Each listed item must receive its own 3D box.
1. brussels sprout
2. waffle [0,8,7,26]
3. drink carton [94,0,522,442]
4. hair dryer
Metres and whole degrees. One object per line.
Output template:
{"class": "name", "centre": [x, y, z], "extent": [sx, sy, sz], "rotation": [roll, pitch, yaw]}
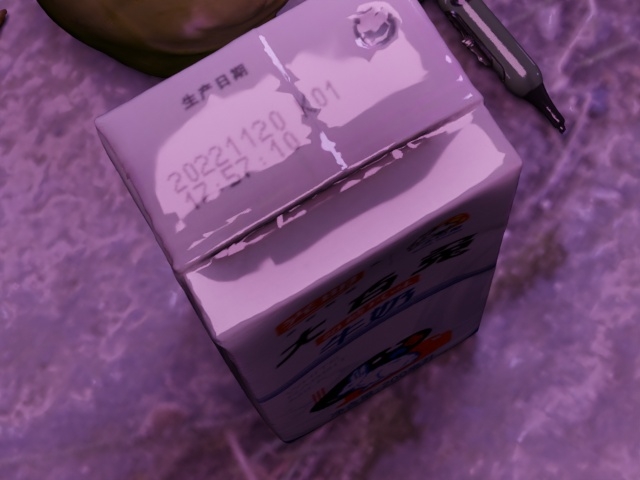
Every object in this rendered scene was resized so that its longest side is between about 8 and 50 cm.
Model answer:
{"class": "brussels sprout", "centre": [-0.098, -0.156, 0.837], "extent": [0.122, 0.149, 0.151], "rotation": [-40, 62, 10]}
{"class": "waffle", "centre": [-0.269, -0.066, 0.881], "extent": [0.125, 0.032, 0.191], "rotation": [21, 77, 9]}
{"class": "drink carton", "centre": [0.000, 0.000, 0.707], "extent": [0.131, 0.315, 0.106], "rotation": [-32, 77, -4]}
{"class": "hair dryer", "centre": [0.087, -0.118, 0.873], "extent": [0.071, 0.047, 0.150], "rotation": [-39, 85, -8]}
